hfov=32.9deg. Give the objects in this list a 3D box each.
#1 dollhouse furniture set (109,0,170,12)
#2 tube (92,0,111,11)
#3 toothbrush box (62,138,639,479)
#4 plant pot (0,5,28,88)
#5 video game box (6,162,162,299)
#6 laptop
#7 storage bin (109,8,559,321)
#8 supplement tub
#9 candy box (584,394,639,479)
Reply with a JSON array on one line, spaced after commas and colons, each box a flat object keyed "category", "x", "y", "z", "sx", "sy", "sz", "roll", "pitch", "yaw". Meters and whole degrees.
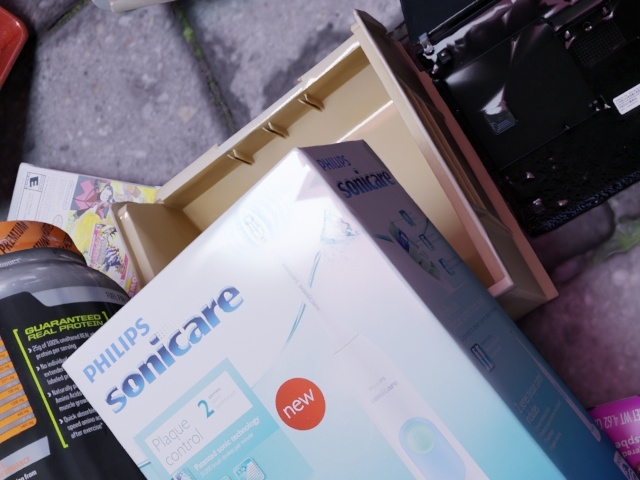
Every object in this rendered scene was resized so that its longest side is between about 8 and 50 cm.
[{"category": "dollhouse furniture set", "x": -0.119, "y": -0.391, "z": 1.011, "sx": 0.286, "sy": 0.198, "sz": 0.303, "roll": -14, "pitch": 41, "yaw": -7}, {"category": "tube", "x": -0.228, "y": -0.335, "z": 1.076, "sx": 0.070, "sy": 0.062, "sz": 0.240, "roll": -14, "pitch": 63, "yaw": -14}, {"category": "toothbrush box", "x": 0.022, "y": 0.116, "z": 0.675, "sx": 0.216, "sy": 0.126, "sz": 0.295, "roll": -40, "pitch": 82, "yaw": 20}, {"category": "plant pot", "x": -0.491, "y": -0.138, "z": 1.049, "sx": 0.236, "sy": 0.267, "sz": 0.267, "roll": -33, "pitch": 33, "yaw": 40}, {"category": "video game box", "x": -0.224, "y": 0.040, "z": 1.009, "sx": 0.187, "sy": 0.048, "sz": 0.205, "roll": 11, "pitch": 87, "yaw": 33}, {"category": "laptop", "x": 0.197, "y": -0.181, "z": 0.821, "sx": 0.234, "sy": 0.136, "sz": 0.264, "roll": -32, "pitch": 92, "yaw": 23}, {"category": "storage bin", "x": 0.000, "y": 0.000, "z": 0.840, "sx": 0.262, "sy": 0.123, "sz": 0.260, "roll": -36, "pitch": 66, "yaw": 21}, {"category": "supplement tub", "x": -0.187, "y": 0.152, "z": 0.770, "sx": 0.193, "sy": 0.193, "sz": 0.316, "roll": -39, "pitch": 64, "yaw": 19}, {"category": "candy box", "x": 0.234, "y": 0.215, "z": 0.693, "sx": 0.159, "sy": 0.071, "sz": 0.233, "roll": -21, "pitch": 72, "yaw": 25}]
